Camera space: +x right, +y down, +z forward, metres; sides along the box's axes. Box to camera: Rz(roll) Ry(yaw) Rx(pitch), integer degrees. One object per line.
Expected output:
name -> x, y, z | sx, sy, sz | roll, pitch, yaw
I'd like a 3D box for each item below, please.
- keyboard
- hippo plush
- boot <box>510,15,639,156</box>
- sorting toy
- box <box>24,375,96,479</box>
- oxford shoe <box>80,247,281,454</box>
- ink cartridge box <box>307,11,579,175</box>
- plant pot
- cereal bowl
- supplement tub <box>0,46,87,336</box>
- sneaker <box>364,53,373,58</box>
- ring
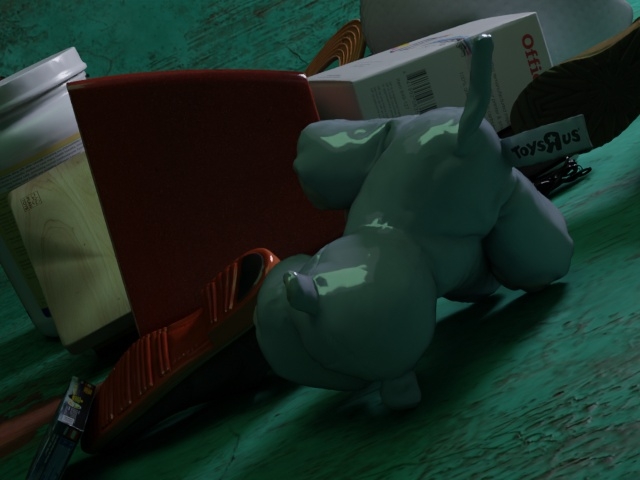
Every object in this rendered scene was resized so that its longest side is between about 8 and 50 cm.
keyboard -> 0.199, -0.066, 1.642 | 0.192, 0.038, 0.100 | -30, 52, -17
hippo plush -> 0.078, 0.030, 1.279 | 0.294, 0.234, 0.236 | -18, 39, 55
boot -> 0.330, -0.191, 1.591 | 0.236, 0.089, 0.269 | -27, 8, 33
sorting toy -> -0.214, -0.005, 1.917 | 0.255, 0.089, 0.257 | -29, 52, 0
box -> -0.239, 0.187, 1.449 | 0.094, 0.027, 0.137 | -63, 8, 9
oxford shoe -> -0.110, 0.124, 1.460 | 0.271, 0.098, 0.097 | -38, 31, 22
ink cartridge box -> 0.126, -0.130, 1.734 | 0.232, 0.171, 0.168 | -21, 12, -19
plant pot -> -0.106, -0.046, 1.666 | 0.235, 0.267, 0.267 | -17, -5, -6
cereal bowl -> 0.212, -0.238, 1.987 | 0.339, 0.141, 0.339 | 7, -2, 0
supplement tub -> -0.342, -0.065, 2.131 | 0.241, 0.331, 0.241 | -25, 12, 6
sneaker -> 0.081, -0.170, 2.136 | 0.129, 0.147, 0.330 | -27, 12, -3
ring -> -0.021, -0.143, 2.134 | 0.336, 0.032, 0.336 | -55, 16, 25
